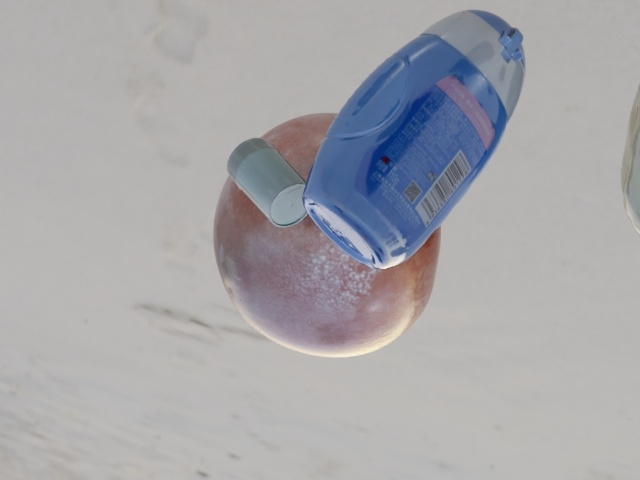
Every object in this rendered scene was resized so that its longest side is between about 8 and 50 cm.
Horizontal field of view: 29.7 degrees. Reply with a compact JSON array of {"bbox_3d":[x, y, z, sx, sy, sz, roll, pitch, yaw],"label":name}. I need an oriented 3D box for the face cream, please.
[{"bbox_3d":[0.096,-0.105,1.109,0.149,0.264,0.083,48,162,-27],"label":"face cream"}]

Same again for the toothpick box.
[{"bbox_3d":[-0.048,-0.056,1.149,0.052,0.052,0.083,34,-169,-49],"label":"toothpick box"}]

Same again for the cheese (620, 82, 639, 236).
[{"bbox_3d":[0.479,-0.077,1.302,0.318,0.326,0.115,22,-148,7],"label":"cheese"}]

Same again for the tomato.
[{"bbox_3d":[0.000,0.000,1.321,0.227,0.270,0.270,-17,-174,-27],"label":"tomato"}]
